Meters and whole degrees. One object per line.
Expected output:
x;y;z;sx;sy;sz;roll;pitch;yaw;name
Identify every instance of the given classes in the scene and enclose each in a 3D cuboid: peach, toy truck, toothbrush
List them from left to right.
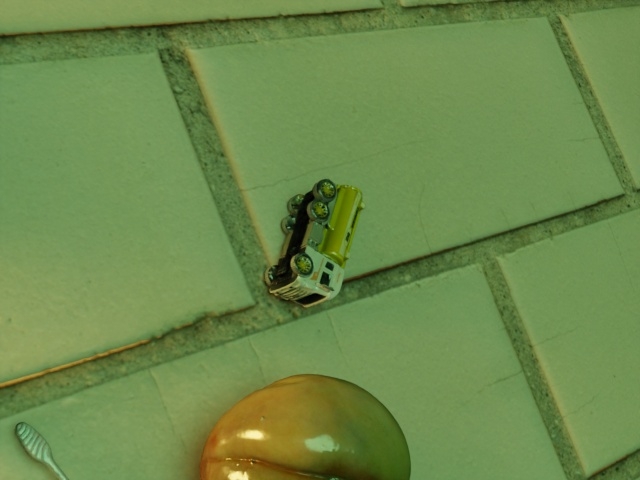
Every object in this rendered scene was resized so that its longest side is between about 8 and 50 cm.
-0.281;0.387;1.053;0.028;0.037;0.375;-40;96;-34;toothbrush
-0.022;0.328;1.108;0.292;0.247;0.293;0;80;-2;peach
0.000;0.000;1.322;0.114;0.098;0.227;32;58;-24;toy truck
